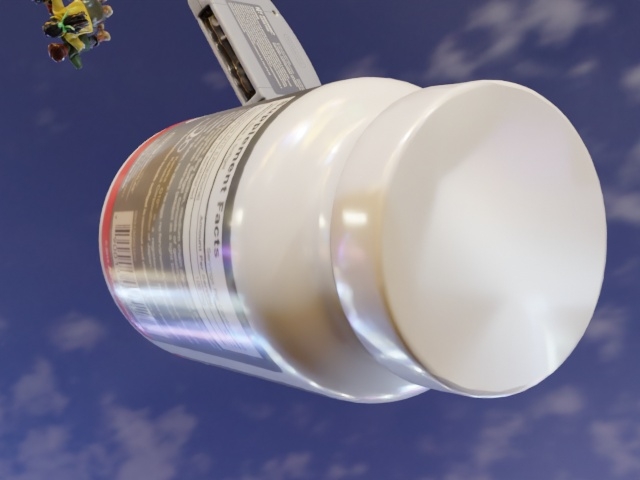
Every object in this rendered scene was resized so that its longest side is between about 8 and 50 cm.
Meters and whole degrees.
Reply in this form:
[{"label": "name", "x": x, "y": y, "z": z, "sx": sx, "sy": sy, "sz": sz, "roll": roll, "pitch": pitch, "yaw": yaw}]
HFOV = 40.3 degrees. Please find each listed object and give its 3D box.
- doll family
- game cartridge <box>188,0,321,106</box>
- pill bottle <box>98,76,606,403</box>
[{"label": "doll family", "x": -0.348, "y": -0.325, "z": 1.167, "sx": 0.076, "sy": 0.111, "sz": 0.193, "roll": 0, "pitch": -59, "yaw": 44}, {"label": "game cartridge", "x": -0.100, "y": -0.323, "z": 1.538, "sx": 0.062, "sy": 0.198, "sz": 0.297, "roll": -36, "pitch": -106, "yaw": 30}, {"label": "pill bottle", "x": 0.000, "y": 0.000, "z": 0.616, "sx": 0.210, "sy": 0.210, "sz": 0.363, "roll": 49, "pitch": -25, "yaw": -24}]
